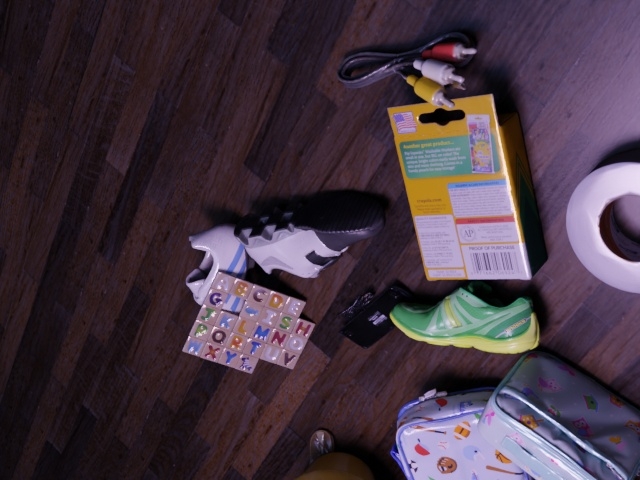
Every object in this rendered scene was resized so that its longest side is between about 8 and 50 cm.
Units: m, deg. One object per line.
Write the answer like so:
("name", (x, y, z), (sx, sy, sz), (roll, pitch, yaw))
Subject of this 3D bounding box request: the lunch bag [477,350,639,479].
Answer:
("lunch bag", (0.422, 0.328, 1.660), (0.279, 0.224, 0.108), (34, 128, 19))

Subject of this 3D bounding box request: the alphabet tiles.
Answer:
("alphabet tiles", (-0.141, 0.185, 2.026), (0.237, 0.009, 0.198), (20, 109, -16))

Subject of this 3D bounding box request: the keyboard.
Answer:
("keyboard", (0.109, 0.138, 1.927), (0.100, 0.038, 0.192), (35, 131, -13))

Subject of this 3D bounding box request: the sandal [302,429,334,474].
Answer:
("sandal", (0.003, 0.501, 2.170), (0.072, 0.049, 0.180), (15, 106, 23))

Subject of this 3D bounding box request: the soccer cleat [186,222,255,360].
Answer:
("soccer cleat", (-0.212, 0.122, 2.055), (0.116, 0.143, 0.331), (-141, 45, -62))

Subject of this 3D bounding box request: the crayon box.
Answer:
("crayon box", (0.252, -0.094, 1.665), (0.203, 0.083, 0.323), (-2, 112, 36))

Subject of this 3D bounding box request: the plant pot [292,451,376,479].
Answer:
("plant pot", (0.030, 0.568, 2.024), (0.254, 0.239, 0.254), (2, 106, 8))

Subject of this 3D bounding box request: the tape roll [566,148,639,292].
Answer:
("tape roll", (0.502, -0.030, 1.525), (0.219, 0.072, 0.219), (16, 120, 30))

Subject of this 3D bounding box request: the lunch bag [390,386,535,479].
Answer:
("lunch bag", (0.270, 0.419, 1.835), (0.243, 0.115, 0.303), (-14, 109, 16))

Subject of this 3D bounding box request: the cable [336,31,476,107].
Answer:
("cable", (0.143, -0.303, 1.632), (0.287, 0.072, 0.139), (21, 83, 39))

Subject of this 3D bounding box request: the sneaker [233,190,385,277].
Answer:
("sneaker", (0.000, 0.000, 1.888), (0.330, 0.122, 0.146), (-6, 126, 36))

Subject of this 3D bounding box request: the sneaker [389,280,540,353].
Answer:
("sneaker", (0.265, 0.133, 1.774), (0.295, 0.109, 0.124), (3, 91, 37))
